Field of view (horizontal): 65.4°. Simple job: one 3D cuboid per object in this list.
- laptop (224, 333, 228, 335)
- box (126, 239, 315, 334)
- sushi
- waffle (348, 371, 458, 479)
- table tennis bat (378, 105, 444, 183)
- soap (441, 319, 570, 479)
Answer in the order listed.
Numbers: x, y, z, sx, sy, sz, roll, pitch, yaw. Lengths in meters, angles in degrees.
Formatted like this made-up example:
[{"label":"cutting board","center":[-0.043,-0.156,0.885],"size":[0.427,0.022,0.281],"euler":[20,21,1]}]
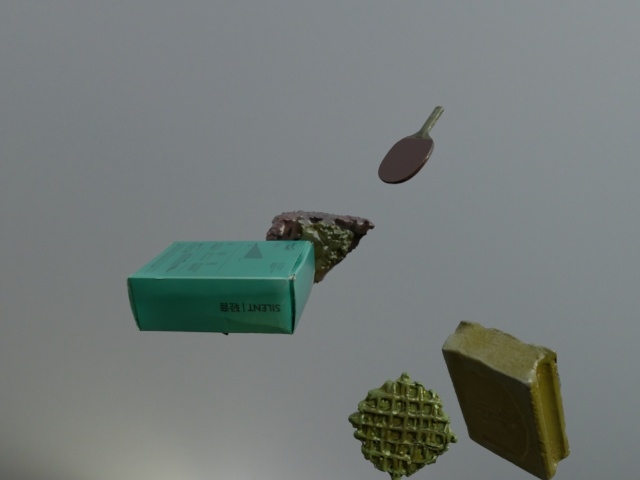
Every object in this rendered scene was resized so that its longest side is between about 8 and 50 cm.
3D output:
[{"label":"laptop","center":[-0.273,0.138,1.255],"size":[0.135,0.016,0.197],"euler":[25,-57,16]},{"label":"box","center":[-0.178,0.084,0.966],"size":[0.312,0.205,0.118],"euler":[-1,-69,9]},{"label":"sushi","center":[-0.004,0.019,1.138],"size":[0.241,0.161,0.107],"euler":[1,12,-17]},{"label":"waffle","center":[0.260,0.602,1.611],"size":[0.317,0.297,0.073],"euler":[-37,-16,1]},{"label":"table tennis bat","center":[0.150,-0.151,0.792],"size":[0.013,0.156,0.087],"euler":[43,-14,-35]},{"label":"soap","center":[0.359,0.310,0.967],"size":[0.199,0.091,0.314],"euler":[16,-41,45]}]
